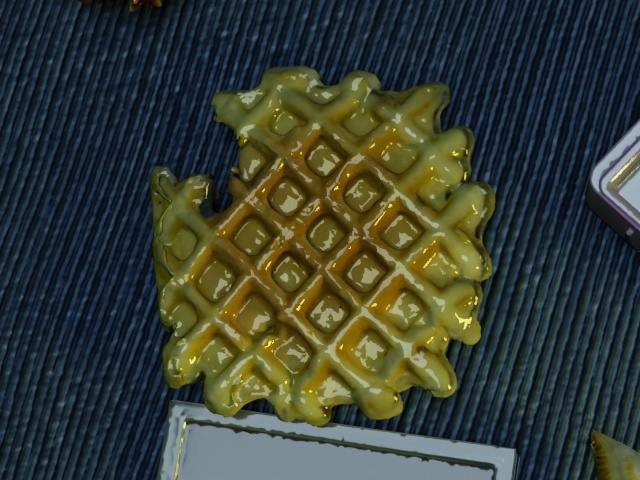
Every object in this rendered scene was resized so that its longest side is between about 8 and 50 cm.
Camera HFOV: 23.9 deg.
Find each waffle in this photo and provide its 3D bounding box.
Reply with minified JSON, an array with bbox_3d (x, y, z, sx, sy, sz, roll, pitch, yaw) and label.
[{"bbox_3d":[-0.001,-0.001,1.065,0.250,0.056,0.261,-5,74,9],"label":"waffle"}]

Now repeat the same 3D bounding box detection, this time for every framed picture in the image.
[{"bbox_3d":[0.000,0.223,1.046,0.252,0.014,0.197,7,81,11],"label":"framed picture"}]

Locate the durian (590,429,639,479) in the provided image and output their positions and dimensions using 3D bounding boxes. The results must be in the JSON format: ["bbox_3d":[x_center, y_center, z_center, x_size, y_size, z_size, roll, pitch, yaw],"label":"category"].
[{"bbox_3d":[0.217,0.232,0.981,0.140,0.078,0.224,-20,66,18],"label":"durian"}]

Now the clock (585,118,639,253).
[{"bbox_3d":[0.295,-0.021,1.015,0.197,0.063,0.150,44,89,14],"label":"clock"}]

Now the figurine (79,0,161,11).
[{"bbox_3d":[-0.165,-0.294,1.106,0.189,0.142,0.263,-36,75,34],"label":"figurine"}]
